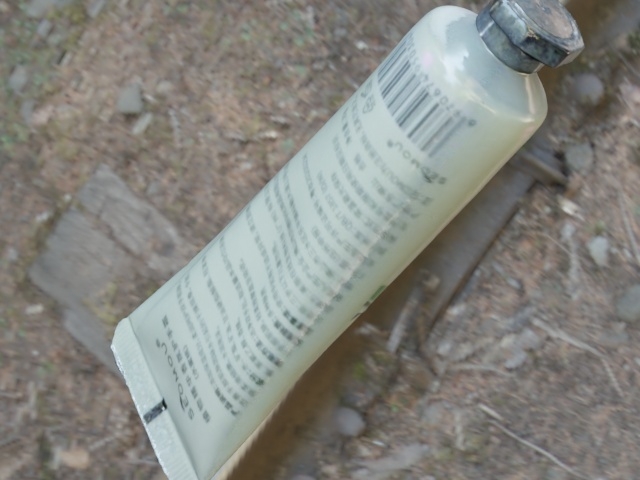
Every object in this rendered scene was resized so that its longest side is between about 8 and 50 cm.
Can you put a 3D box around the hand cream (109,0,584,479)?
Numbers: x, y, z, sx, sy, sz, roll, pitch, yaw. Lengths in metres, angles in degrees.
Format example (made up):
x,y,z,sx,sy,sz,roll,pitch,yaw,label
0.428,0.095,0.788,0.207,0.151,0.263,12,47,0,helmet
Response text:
x,y,z,sx,sy,sz,roll,pitch,yaw,label
0.000,0.000,0.501,0.234,0.050,0.080,-45,59,33,hand cream
